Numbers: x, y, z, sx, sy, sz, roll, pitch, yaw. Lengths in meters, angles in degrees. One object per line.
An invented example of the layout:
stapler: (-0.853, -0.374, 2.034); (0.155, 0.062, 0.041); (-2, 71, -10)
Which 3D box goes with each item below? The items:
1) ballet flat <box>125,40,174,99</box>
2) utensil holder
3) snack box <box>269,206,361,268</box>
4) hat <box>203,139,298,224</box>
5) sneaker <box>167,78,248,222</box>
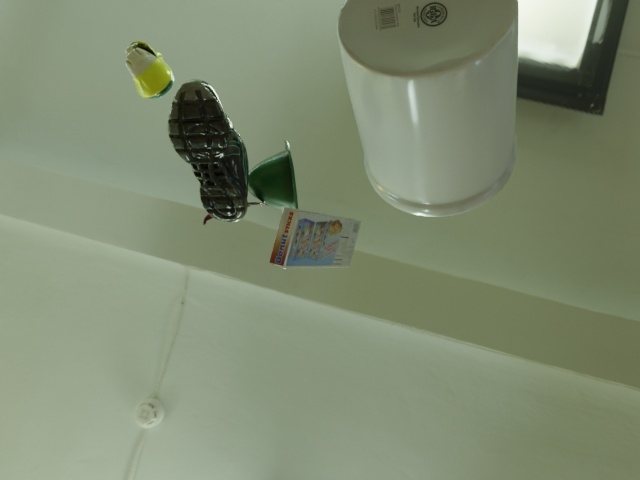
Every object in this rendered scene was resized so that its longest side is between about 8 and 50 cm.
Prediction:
ballet flat: (-0.330, -0.326, 1.124); (0.077, 0.231, 0.077); (-39, -57, 4)
utensil holder: (0.218, -0.284, 1.155); (0.327, 0.385, 0.328); (-6, -122, 10)
snack box: (0.000, 0.000, 0.717); (0.022, 0.178, 0.064); (18, -84, 25)
hat: (-0.144, -0.110, 1.229); (0.183, 0.208, 0.173); (-9, -98, -4)
sneaker: (-0.179, -0.156, 1.002); (0.101, 0.267, 0.106); (1, -135, 9)
